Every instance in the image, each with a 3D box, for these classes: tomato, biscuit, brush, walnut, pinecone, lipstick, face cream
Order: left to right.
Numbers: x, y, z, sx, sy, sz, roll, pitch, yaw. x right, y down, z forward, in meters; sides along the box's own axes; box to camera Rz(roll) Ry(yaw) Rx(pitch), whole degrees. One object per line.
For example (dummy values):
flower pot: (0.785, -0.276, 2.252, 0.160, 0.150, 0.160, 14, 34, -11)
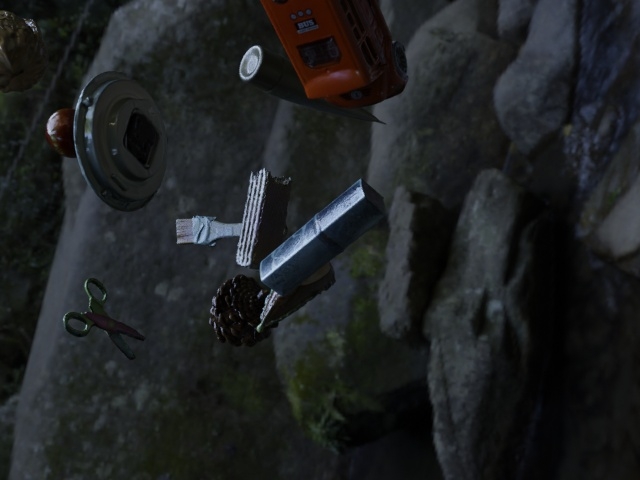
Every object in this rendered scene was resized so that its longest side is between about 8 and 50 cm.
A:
walnut: (-0.772, -0.466, 2.179, 0.245, 0.198, 0.198, 47, 125, 42)
tomato: (-0.440, -0.187, 1.531, 0.087, 0.075, 0.087, 7, -90, -77)
brush: (-0.237, -0.027, 2.319, 0.020, 0.336, 0.085, 8, -99, -65)
pinecone: (-0.203, 0.194, 2.304, 0.212, 0.168, 0.186, 115, 147, -57)
biscuit: (-0.130, -0.046, 2.056, 0.061, 0.108, 0.239, 6, 83, 35)
face cream: (-0.018, -0.319, 1.906, 0.137, 0.341, 0.084, 25, 95, 53)
lipstick: (0.000, 0.000, 1.749, 0.289, 0.076, 0.077, -40, 31, 22)

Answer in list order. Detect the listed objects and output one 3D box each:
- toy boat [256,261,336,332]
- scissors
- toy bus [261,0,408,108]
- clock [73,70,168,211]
toy boat: (-0.058, 0.121, 2.192, 0.293, 0.108, 0.099, -40, -22, -45)
scissors: (-0.446, 0.178, 1.846, 0.020, 0.187, 0.134, -14, 41, 42)
toy bus: (0.011, -0.327, 1.317, 0.143, 0.329, 0.153, -9, 38, 27)
clock: (-0.314, -0.165, 1.463, 0.053, 0.236, 0.237, -3, 66, 28)
